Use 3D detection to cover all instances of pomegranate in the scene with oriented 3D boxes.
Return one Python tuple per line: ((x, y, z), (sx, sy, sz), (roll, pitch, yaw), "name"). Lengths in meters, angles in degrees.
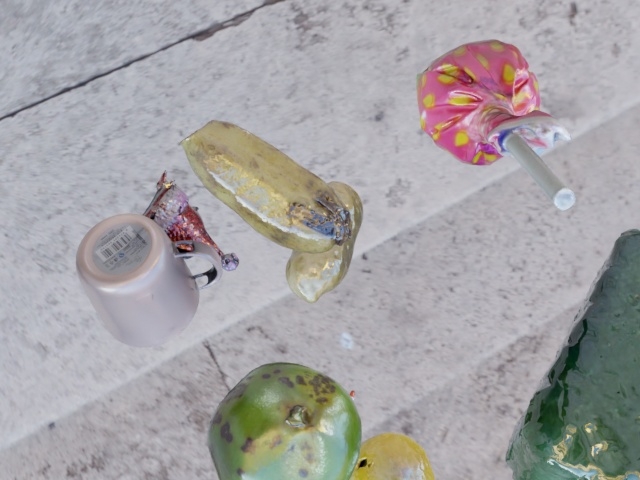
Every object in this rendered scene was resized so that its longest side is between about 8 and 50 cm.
((-0.044, 0.203, 0.938), (0.143, 0.122, 0.169), (33, 126, -6), "pomegranate")

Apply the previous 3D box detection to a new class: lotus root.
((-0.070, -0.071, 1.344), (0.258, 0.097, 0.110), (37, 57, -1), "lotus root")

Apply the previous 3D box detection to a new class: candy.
((0.157, -0.091, 0.852), (0.124, 0.365, 0.124), (-1, 109, -2), "candy")

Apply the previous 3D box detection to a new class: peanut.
((0.000, 0.000, 1.601), (0.110, 0.120, 0.236), (11, 48, 10), "peanut")

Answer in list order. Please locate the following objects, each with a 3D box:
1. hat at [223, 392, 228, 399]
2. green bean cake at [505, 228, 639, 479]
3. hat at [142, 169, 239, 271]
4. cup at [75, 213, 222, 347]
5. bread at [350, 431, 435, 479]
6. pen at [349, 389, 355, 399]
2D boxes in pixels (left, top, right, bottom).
((-0.088, 0.243, 1.515), (0.121, 0.121, 0.050), (-18, 140, -21), "hat")
((0.385, 0.182, 1.053), (0.300, 0.169, 0.308), (28, 64, 14), "green bean cake")
((-0.255, -0.018, 2.001), (0.227, 0.129, 0.140), (35, 42, -9), "hat")
((-0.311, 0.060, 1.854), (0.252, 0.200, 0.192), (-14, 55, 1), "cup")
((0.128, 0.478, 1.965), (0.197, 0.170, 0.197), (9, 66, -22), "bread")
((0.012, 0.334, 1.565), (0.026, 0.026, 0.218), (30, 70, -22), "pen")
